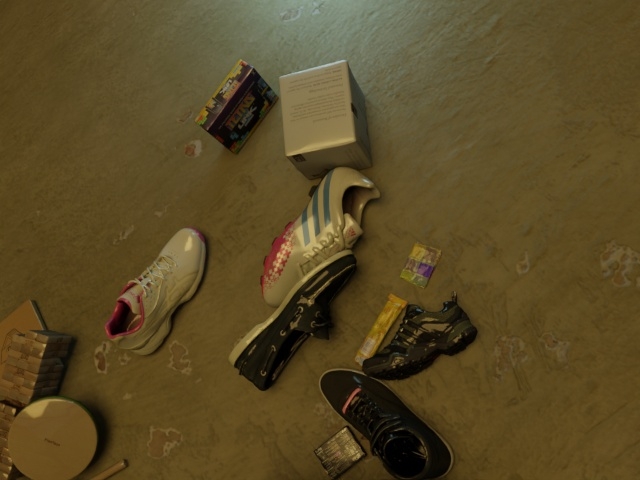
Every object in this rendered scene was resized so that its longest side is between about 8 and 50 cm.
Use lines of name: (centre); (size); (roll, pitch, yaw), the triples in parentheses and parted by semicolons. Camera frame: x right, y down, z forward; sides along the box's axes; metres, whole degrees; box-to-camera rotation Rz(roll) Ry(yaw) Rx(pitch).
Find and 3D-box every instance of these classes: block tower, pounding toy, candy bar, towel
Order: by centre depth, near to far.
candy bar: (0.115, 0.181, 1.215); (0.040, 0.018, 0.162); (30, 88, 26)
towel: (0.199, 0.047, 1.225); (0.060, 0.009, 0.083); (25, 85, 22)
pounding toy: (-0.555, 0.441, 1.348); (0.183, 0.110, 0.237); (-37, 97, -5)
block tower: (-0.665, 0.368, 1.378); (0.090, 0.097, 0.336); (14, 85, 15)

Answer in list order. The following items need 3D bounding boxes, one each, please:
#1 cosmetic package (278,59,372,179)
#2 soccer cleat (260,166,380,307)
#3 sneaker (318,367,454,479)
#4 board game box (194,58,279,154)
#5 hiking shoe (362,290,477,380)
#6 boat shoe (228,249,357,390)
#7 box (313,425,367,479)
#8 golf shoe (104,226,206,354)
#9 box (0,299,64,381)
cosmetic package: (0.012, -0.247, 1.288); (0.151, 0.151, 0.184); (-10, 74, 16)
soccer cleat: (0.000, 0.000, 1.239); (0.143, 0.116, 0.331); (25, 83, 39)
sneaker: (0.103, 0.324, 1.114); (0.295, 0.147, 0.105); (33, 90, 24)
board game box: (-0.184, -0.295, 1.373); (0.048, 0.141, 0.170); (36, 90, 23)
hiking shoe: (0.177, 0.185, 1.170); (0.226, 0.086, 0.114); (-25, 56, 6)
boat shoe: (-0.034, 0.166, 1.212); (0.340, 0.127, 0.113); (-43, 68, 6)
box: (0.038, 0.409, 1.183); (0.083, 0.018, 0.067); (-40, 68, 6)
golf shoe: (-0.354, 0.104, 1.331); (0.115, 0.140, 0.306); (23, 83, 24)
box: (-0.718, 0.270, 1.476); (0.164, 0.021, 0.201); (-38, 68, 7)
